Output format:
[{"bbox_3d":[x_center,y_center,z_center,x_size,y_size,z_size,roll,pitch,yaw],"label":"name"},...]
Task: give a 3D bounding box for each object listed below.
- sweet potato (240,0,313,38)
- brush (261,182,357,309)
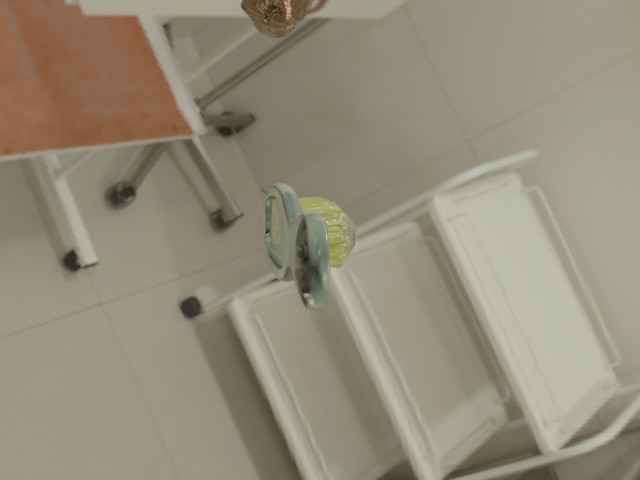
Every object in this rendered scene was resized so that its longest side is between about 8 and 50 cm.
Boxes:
[{"bbox_3d":[-0.035,-0.222,0.828,0.068,0.206,0.060,-14,82,-16],"label":"sweet potato"},{"bbox_3d":[0.000,0.000,0.600,0.297,0.060,0.068,-139,-131,-81],"label":"brush"}]
